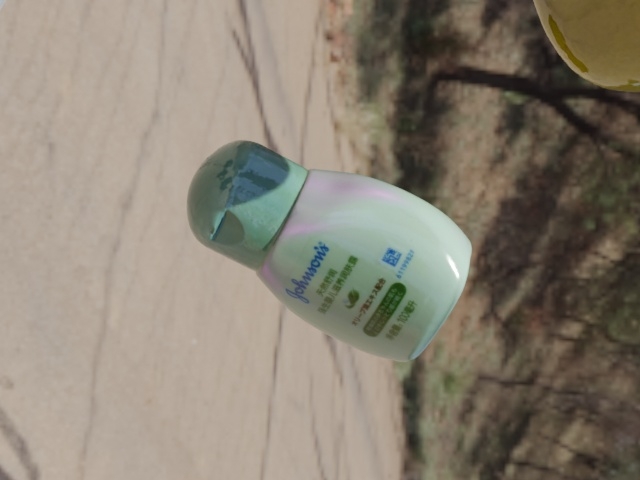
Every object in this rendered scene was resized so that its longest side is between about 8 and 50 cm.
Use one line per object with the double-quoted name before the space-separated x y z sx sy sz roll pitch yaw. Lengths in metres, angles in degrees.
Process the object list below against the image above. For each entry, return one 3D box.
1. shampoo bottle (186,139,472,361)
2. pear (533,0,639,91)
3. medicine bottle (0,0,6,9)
"shampoo bottle" 0.000 0.000 1.483 0.222 0.349 0.151 -59 -175 36
"pear" 0.378 -0.311 1.092 0.362 0.418 0.362 41 32 -33
"medicine bottle" -0.315 -0.297 1.079 0.252 0.144 0.144 -44 -164 30
